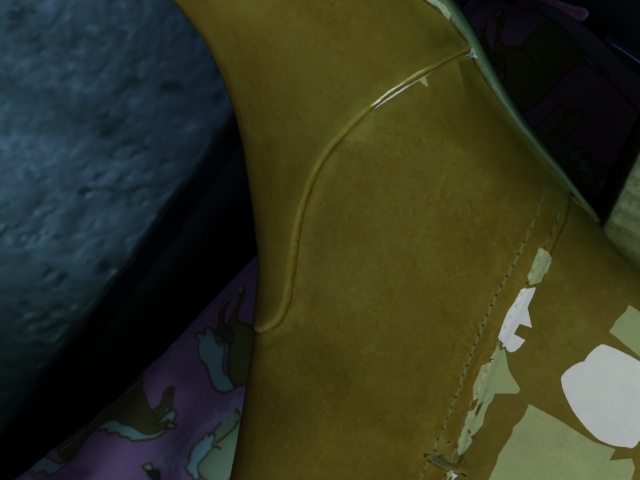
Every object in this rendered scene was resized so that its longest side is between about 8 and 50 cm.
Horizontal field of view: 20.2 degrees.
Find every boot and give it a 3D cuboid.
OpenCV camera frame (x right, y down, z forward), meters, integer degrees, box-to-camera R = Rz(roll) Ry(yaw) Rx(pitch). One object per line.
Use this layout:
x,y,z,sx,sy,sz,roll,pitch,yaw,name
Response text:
0.001,0.000,0.613,0.295,0.104,0.211,25,101,6,boot

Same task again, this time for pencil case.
0.011,0.075,0.750,0.386,0.167,0.160,-46,130,14,pencil case
